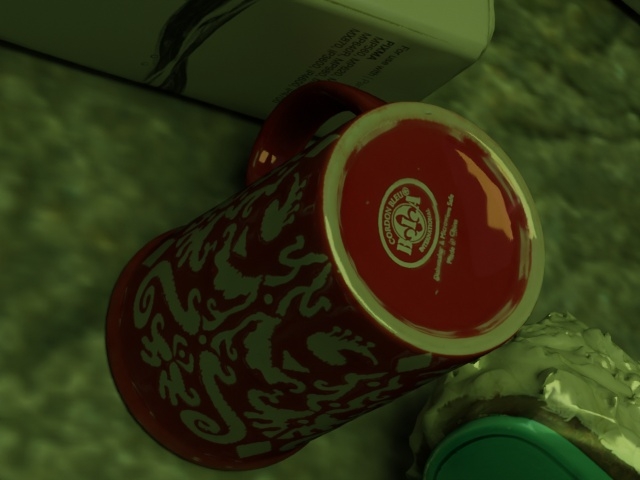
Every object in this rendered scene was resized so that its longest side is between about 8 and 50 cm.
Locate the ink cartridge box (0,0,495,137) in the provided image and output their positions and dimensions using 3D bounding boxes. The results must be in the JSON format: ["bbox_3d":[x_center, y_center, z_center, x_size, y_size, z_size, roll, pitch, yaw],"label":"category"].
[{"bbox_3d":[-0.064,-0.179,0.545,0.273,0.114,0.197,15,64,-25],"label":"ink cartridge box"}]

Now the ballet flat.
[{"bbox_3d":[0.207,0.193,0.560,0.147,0.147,0.409,-40,93,-35],"label":"ballet flat"}]

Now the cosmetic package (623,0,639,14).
[{"bbox_3d":[0.214,-0.293,0.763,0.377,0.097,0.284,35,59,-15],"label":"cosmetic package"}]

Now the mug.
[{"bbox_3d":[-0.007,0.004,0.476,0.113,0.169,0.150,-12,79,-33],"label":"mug"}]
